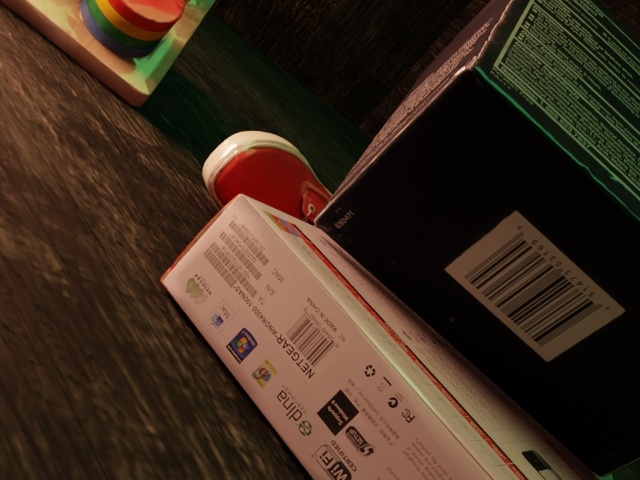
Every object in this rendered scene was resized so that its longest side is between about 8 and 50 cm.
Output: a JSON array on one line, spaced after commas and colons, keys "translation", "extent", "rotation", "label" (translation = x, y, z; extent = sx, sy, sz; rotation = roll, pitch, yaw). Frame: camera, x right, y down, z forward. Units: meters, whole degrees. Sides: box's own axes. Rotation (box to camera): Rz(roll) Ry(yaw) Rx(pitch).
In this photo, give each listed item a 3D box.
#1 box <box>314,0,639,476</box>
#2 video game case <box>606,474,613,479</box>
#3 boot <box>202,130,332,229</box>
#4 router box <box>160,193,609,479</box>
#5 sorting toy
[{"translation": [0.198, -0.034, 0.707], "extent": [0.296, 0.183, 0.294], "rotation": [42, 38, -5], "label": "box"}, {"translation": [0.273, 0.233, 1.081], "extent": [0.206, 0.026, 0.227], "rotation": [45, 11, 12], "label": "video game case"}, {"translation": [0.000, 0.000, 0.852], "extent": [0.176, 0.088, 0.244], "rotation": [51, 10, 34], "label": "boot"}, {"translation": [0.087, 0.134, 0.618], "extent": [0.335, 0.082, 0.301], "rotation": [47, 11, 26], "label": "router box"}, {"translation": [-0.223, -0.315, 0.937], "extent": [0.255, 0.089, 0.257], "rotation": [39, 43, -19], "label": "sorting toy"}]
